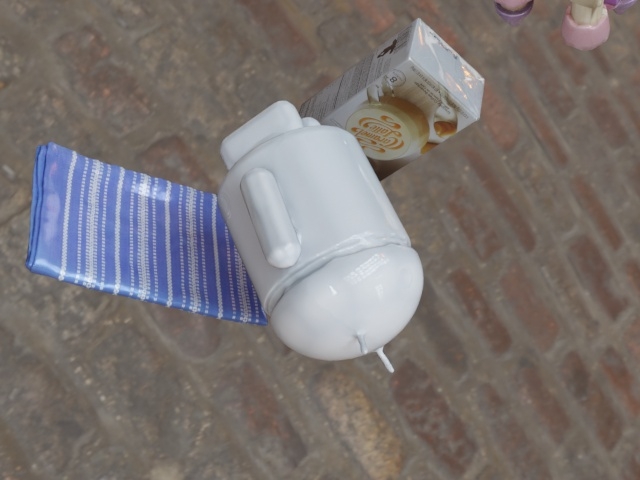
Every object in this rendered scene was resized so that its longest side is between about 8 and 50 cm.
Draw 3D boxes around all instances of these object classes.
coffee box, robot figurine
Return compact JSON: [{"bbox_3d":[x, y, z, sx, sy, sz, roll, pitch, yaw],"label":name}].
[{"bbox_3d":[0.091,-0.181,1.529,0.141,0.246,0.098,37,43,-23],"label":"coffee box"},{"bbox_3d":[0.000,0.000,1.346,0.300,0.199,0.353,19,40,-58],"label":"robot figurine"}]

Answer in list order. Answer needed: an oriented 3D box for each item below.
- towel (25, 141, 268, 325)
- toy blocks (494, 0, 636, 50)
[{"bbox_3d":[-0.233,-0.011,1.484,0.336,0.040,0.243,15,40,-23],"label":"towel"},{"bbox_3d":[0.420,-0.373,1.470,0.309,0.260,0.289,25,69,23],"label":"toy blocks"}]
